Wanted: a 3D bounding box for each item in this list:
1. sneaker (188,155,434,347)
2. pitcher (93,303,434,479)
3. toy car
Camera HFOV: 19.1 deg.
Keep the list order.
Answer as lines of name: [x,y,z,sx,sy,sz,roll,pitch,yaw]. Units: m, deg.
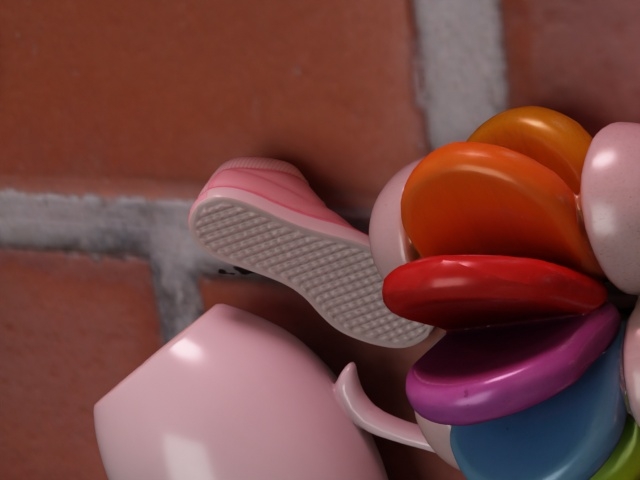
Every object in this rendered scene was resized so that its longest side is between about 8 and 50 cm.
sneaker: [0.000,0.000,0.951,0.134,0.070,0.051,27,115,-9]
pitcher: [0.002,0.120,0.954,0.178,0.125,0.207,-40,91,16]
toy car: [0.089,0.036,0.837,0.159,0.136,0.182,-10,98,37]
